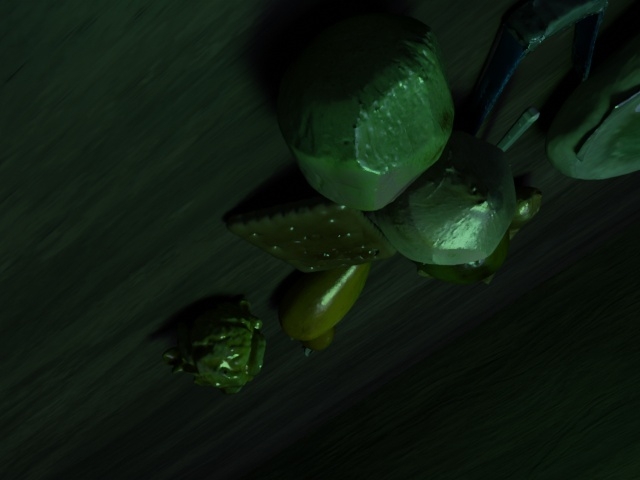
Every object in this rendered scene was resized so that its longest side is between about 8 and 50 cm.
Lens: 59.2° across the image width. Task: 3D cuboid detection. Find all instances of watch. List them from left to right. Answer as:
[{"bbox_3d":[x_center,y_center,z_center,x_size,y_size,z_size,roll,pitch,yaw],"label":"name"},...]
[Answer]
[{"bbox_3d":[0.323,-0.274,0.918,0.276,0.068,0.274,-34,160,6],"label":"watch"}]

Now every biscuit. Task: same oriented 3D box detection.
[{"bbox_3d":[0.000,0.000,0.997,0.217,0.044,0.325,-12,160,17],"label":"biscuit"}]

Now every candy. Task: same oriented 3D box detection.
[{"bbox_3d":[0.632,-0.280,1.088,0.427,0.186,0.386,-39,146,24],"label":"candy"}]

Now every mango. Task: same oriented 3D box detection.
[{"bbox_3d":[-0.015,0.223,1.451,0.102,0.084,0.184,-24,145,-4],"label":"mango"},{"bbox_3d":[0.011,0.113,1.242,0.177,0.119,0.316,8,127,-50],"label":"mango"}]

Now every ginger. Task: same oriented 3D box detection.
[{"bbox_3d":[0.468,-0.009,1.534,0.363,0.122,0.348,-48,153,22],"label":"ginger"}]

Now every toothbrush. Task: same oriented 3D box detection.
[{"bbox_3d":[0.340,-0.166,1.090,0.030,0.025,0.342,-33,169,-11],"label":"toothbrush"}]

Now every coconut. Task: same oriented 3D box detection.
[{"bbox_3d":[0.058,-0.148,0.686,0.205,0.235,0.236,0,163,19],"label":"coconut"},{"bbox_3d":[0.210,-0.074,0.933,0.227,0.227,0.230,-18,-172,-25],"label":"coconut"}]

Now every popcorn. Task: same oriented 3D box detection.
[{"bbox_3d":[-0.205,0.219,1.131,0.187,0.167,0.186,-39,153,25],"label":"popcorn"}]

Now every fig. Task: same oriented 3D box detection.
[{"bbox_3d":[0.294,0.003,1.233,0.230,0.207,0.207,-29,157,17],"label":"fig"}]

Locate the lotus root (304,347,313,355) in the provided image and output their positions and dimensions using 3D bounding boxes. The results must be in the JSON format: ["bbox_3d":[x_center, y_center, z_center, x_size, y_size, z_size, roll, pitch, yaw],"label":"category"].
[{"bbox_3d":[-0.019,0.307,1.665,0.083,0.030,0.037,-42,-176,31],"label":"lotus root"}]
